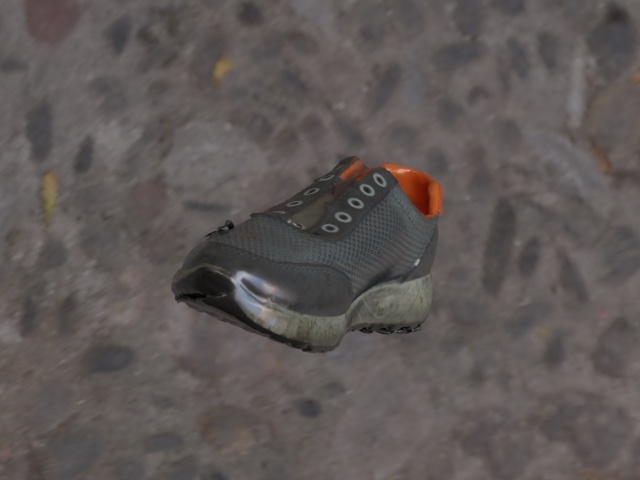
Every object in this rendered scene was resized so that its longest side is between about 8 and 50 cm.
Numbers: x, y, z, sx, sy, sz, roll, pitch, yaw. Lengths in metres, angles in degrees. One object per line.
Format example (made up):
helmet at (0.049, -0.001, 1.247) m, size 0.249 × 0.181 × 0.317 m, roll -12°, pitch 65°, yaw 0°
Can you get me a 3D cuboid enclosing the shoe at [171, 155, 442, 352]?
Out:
shoe at (-0.001, 0.000, 0.802) m, size 0.194 × 0.074 × 0.077 m, roll 1°, pitch 108°, yaw -65°
